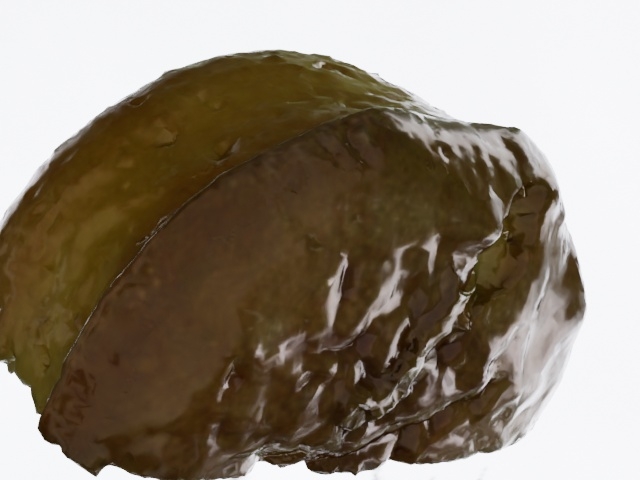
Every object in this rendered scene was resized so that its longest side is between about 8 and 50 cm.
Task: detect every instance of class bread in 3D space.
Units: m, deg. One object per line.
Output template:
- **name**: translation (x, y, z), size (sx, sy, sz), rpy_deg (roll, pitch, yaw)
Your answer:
- **bread**: translation (0.000, 0.000, 0.835), size (0.194, 0.340, 0.179), rpy_deg (35, -66, 45)
